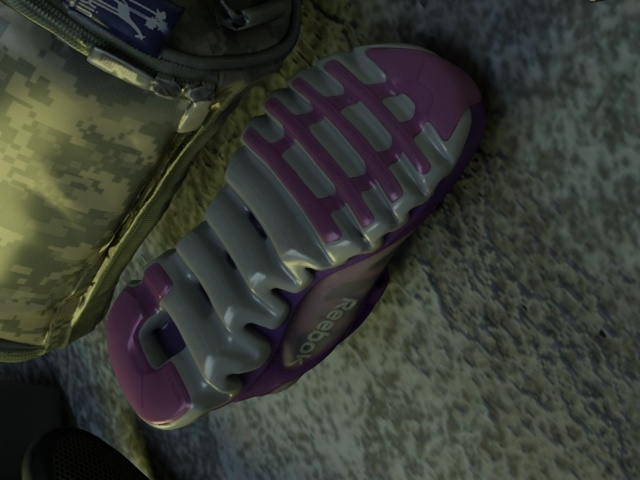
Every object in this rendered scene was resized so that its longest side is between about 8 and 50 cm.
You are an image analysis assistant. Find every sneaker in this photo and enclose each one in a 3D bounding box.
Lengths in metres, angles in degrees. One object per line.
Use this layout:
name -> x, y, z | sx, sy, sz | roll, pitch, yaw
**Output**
sneaker -> 0.000, 0.000, 0.858 | 0.236, 0.104, 0.095 | -46, 58, 26
sneaker -> -0.085, 0.190, 1.055 | 0.227, 0.087, 0.130 | 54, 139, 12

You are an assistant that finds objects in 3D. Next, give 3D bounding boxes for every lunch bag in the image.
lunch bag -> -0.158, -0.104, 0.901 | 0.256, 0.212, 0.305 | 49, 138, 10

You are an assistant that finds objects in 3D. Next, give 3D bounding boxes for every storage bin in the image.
storage bin -> -0.219, 0.148, 1.197 | 0.135, 0.098, 0.091 | -17, 67, 53

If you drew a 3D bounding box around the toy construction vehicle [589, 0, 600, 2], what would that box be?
toy construction vehicle -> 0.127, -0.129, 0.681 | 0.086, 0.035, 0.098 | -3, 106, 50
